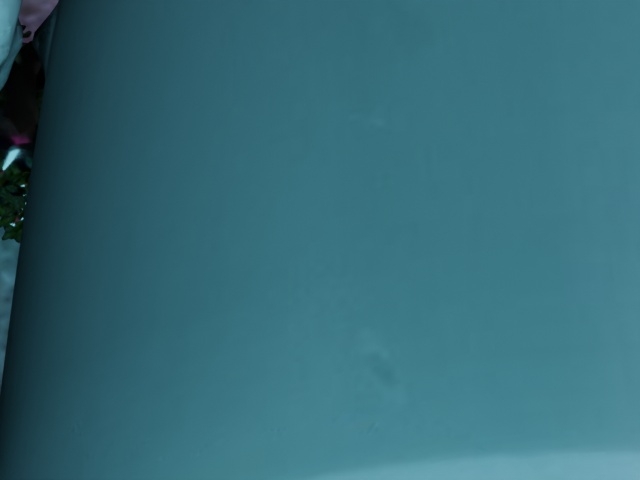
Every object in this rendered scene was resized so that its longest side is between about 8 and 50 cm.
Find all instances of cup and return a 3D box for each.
[{"bbox_3d":[0.000,0.000,0.513,0.357,0.259,0.274,9,55,-10],"label":"cup"}]

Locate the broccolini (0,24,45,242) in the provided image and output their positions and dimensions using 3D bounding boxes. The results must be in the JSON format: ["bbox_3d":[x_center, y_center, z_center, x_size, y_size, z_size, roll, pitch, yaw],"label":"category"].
[{"bbox_3d":[-0.156,0.021,0.577,0.254,0.071,0.057,-48,126,-30],"label":"broccolini"}]
